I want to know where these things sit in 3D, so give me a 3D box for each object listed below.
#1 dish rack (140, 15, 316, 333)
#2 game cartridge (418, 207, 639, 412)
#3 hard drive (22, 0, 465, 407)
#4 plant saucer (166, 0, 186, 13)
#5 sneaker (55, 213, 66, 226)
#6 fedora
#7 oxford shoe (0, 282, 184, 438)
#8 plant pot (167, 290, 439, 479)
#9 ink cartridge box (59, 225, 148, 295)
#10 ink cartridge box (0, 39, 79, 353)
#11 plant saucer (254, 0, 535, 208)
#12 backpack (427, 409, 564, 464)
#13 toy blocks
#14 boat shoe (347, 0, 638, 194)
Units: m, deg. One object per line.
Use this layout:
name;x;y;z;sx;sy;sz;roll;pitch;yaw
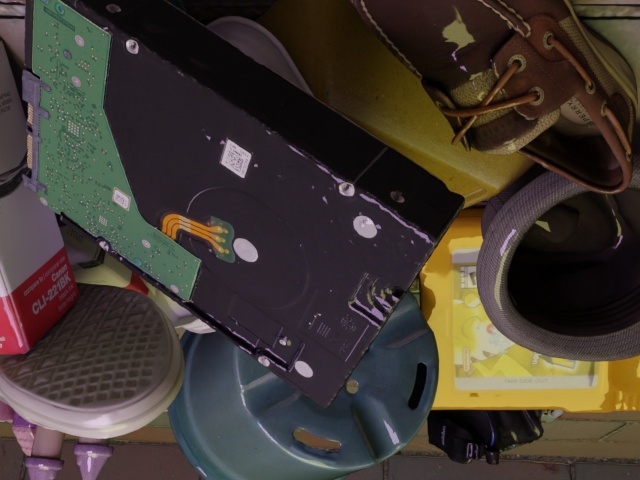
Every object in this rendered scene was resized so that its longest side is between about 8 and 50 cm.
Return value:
dish rack;-0.110;-0.027;0.718;0.332;0.072;0.286;-17;112;43
game cartridge;0.289;0.094;0.966;0.323;0.053;0.285;-1;113;9
hard drive;-0.084;-0.037;0.591;0.339;0.064;0.237;33;137;8
plant saucer;-0.167;-0.194;0.613;0.119;0.021;0.119;2;156;1
sneaker;-0.337;-0.073;0.807;0.190;0.071;0.083;34;172;6
fedora;0.284;0.002;0.822;0.275;0.124;0.244;13;118;-19
oxford shoe;-0.271;0.130;0.799;0.169;0.130;0.449;-29;-158;-36
plant pot;-0.022;0.183;1.017;0.341;0.341;0.334;9;161;-13
ink cartridge box;-0.344;-0.004;0.960;0.171;0.100;0.237;-4;156;14
ink cartridge box;-0.370;-0.036;0.703;0.196;0.114;0.273;-3;114;13
plant saucer;0.020;-0.082;0.777;0.332;0.081;0.332;21;150;-34
backpack;0.267;0.238;1.285;0.213;0.277;0.263;-5;162;-17
toy blocks;-0.411;0.236;1.096;0.288;0.260;0.309;-4;160;30
boat shoe;0.153;-0.127;0.604;0.342;0.123;0.123;24;148;-39
